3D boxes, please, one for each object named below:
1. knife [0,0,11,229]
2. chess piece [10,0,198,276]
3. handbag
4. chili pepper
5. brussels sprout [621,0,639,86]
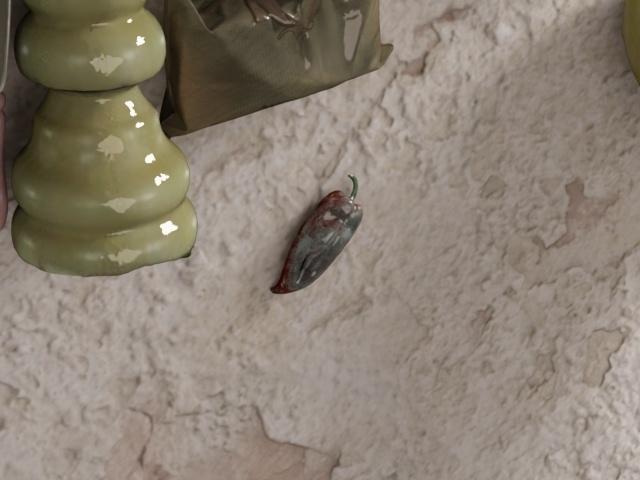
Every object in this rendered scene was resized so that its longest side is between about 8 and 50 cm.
[{"bbox_3d":[-0.298,-0.157,1.746,0.043,0.081,0.336,-5,117,-25],"label":"knife"},{"bbox_3d":[-0.205,-0.150,1.762,0.182,0.182,0.330,-13,116,-26],"label":"chess piece"},{"bbox_3d":[-0.043,-0.206,1.859,0.270,0.117,0.182,-22,139,-21],"label":"handbag"},{"bbox_3d":[0.000,0.000,2.050,0.050,0.041,0.153,36,95,2],"label":"chili pepper"},{"bbox_3d":[0.504,-0.194,2.115,0.354,0.281,0.289,16,123,-14],"label":"brussels sprout"}]
